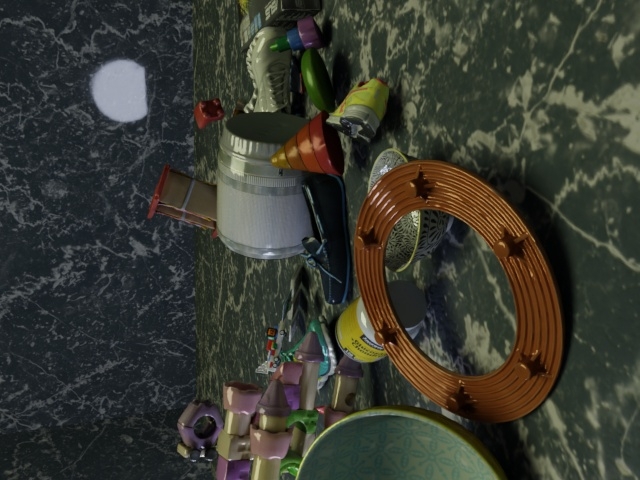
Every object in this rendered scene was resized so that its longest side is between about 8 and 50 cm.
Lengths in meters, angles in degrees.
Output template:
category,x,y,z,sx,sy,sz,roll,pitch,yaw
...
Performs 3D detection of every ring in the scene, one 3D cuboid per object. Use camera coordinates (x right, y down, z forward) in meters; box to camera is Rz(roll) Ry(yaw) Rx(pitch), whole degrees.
category,x,y,z,sx,sy,sz,roll,pitch,yaw
ring,0.145,0.068,0.822,0.337,0.032,0.336,29,129,44

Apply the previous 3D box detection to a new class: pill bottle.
category,x,y,z,sx,sy,sz,roll,pitch,yaw
pill bottle,0.095,0.124,1.048,0.184,0.103,0.103,125,137,-63

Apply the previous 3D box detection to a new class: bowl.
category,x,y,z,sx,sy,sz,roll,pitch,yaw
bowl,0.133,-0.044,0.930,0.170,0.080,0.170,175,90,-72
bowl,0.125,0.341,0.874,0.156,0.290,0.289,-7,-87,-66

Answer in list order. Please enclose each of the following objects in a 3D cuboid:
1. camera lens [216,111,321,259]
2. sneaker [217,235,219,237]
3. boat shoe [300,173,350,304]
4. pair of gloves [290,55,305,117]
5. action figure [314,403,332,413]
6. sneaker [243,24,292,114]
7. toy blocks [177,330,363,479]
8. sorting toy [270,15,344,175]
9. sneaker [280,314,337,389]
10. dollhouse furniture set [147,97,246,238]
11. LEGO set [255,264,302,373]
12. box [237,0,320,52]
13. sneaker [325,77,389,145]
category,x,y,z,sx,sy,sz,roll,pitch,yaw
camera lens,-0.110,-0.112,1.430,0.219,0.220,0.274,-122,33,-55
sneaker,-0.173,-0.058,1.858,0.182,0.158,0.410,-65,14,-9
boat shoe,0.000,0.000,1.332,0.109,0.089,0.258,160,104,-71
pair of gloves,-0.067,-0.331,1.570,0.159,0.023,0.198,-134,42,-63
action figure,-0.012,0.499,1.415,0.091,0.139,0.280,84,174,-74
sneaker,-0.105,-0.339,1.509,0.118,0.110,0.292,58,152,37
toy blocks,-0.055,0.279,1.171,0.309,0.289,0.259,4,86,56
sorting toy,-0.045,-0.267,1.271,0.127,0.126,0.365,49,-150,-57
sneaker,-0.031,0.261,1.459,0.275,0.110,0.107,109,151,-50
dollhouse furniture set,-0.316,-0.216,1.849,0.152,0.201,0.373,144,143,-65
LEGO set,-0.095,0.188,1.560,0.244,0.060,0.182,-66,-16,-61
box,-0.111,-0.624,1.515,0.395,0.097,0.318,-170,73,-71
sneaker,0.072,-0.217,1.110,0.094,0.082,0.208,-63,12,0
